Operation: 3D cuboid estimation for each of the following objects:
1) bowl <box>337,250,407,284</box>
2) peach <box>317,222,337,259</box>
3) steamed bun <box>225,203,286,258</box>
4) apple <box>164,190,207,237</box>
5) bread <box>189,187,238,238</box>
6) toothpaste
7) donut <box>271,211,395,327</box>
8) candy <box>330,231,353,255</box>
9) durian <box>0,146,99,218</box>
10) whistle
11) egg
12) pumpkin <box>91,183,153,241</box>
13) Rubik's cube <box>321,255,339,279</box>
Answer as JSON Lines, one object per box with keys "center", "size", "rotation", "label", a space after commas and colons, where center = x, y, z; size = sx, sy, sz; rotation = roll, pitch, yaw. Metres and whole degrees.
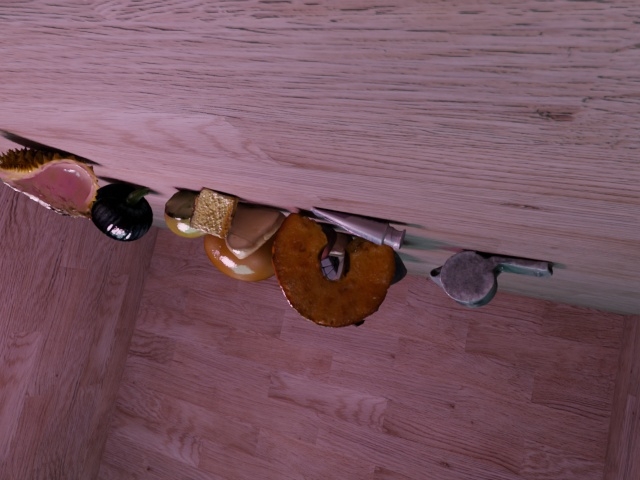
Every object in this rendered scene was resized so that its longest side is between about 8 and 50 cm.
{"center": [0.192, 0.089, 1.760], "size": [0.289, 0.146, 0.289], "rotation": [-14, -167, 3], "label": "bowl"}
{"center": [0.000, 0.000, 1.710], "size": [0.152, 0.152, 0.152], "rotation": [12, 174, 1], "label": "peach"}
{"center": [-0.260, -0.024, 1.573], "size": [0.231, 0.213, 0.110], "rotation": [12, 146, 22], "label": "steamed bun"}
{"center": [-0.465, -0.095, 1.616], "size": [0.188, 0.174, 0.207], "rotation": [14, -170, 1], "label": "apple"}
{"center": [-0.359, -0.093, 1.486], "size": [0.147, 0.152, 0.127], "rotation": [14, 163, -21], "label": "bread"}
{"center": [0.116, -0.048, 1.379], "size": [0.299, 0.073, 0.114], "rotation": [19, 177, 17], "label": "toothpaste"}
{"center": [0.027, 0.105, 1.542], "size": [0.434, 0.378, 0.163], "rotation": [18, 173, -9], "label": "donut"}
{"center": [0.025, 0.008, 1.884], "size": [0.233, 0.102, 0.104], "rotation": [8, 173, 14], "label": "candy"}
{"center": [-0.851, -0.211, 1.361], "size": [0.195, 0.186, 0.305], "rotation": [32, -176, 40], "label": "durian"}
{"center": [0.617, 0.117, 1.607], "size": [0.404, 0.188, 0.168], "rotation": [-26, 155, 18], "label": "whistle"}
{"center": [-0.297, 0.024, 1.781], "size": [0.351, 0.283, 0.282], "rotation": [18, 172, -28], "label": "egg"}
{"center": [-0.769, -0.132, 1.730], "size": [0.247, 0.248, 0.248], "rotation": [12, 174, 1], "label": "pumpkin"}
{"center": [-0.061, 0.100, 2.127], "size": [0.318, 0.319, 0.264], "rotation": [7, -161, 39], "label": "Rubik's cube"}
